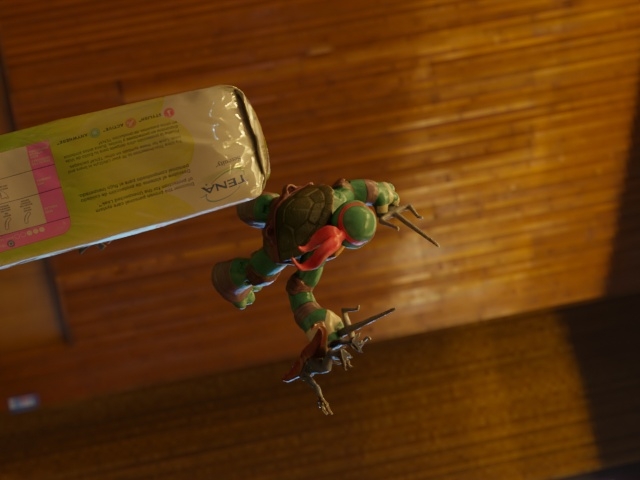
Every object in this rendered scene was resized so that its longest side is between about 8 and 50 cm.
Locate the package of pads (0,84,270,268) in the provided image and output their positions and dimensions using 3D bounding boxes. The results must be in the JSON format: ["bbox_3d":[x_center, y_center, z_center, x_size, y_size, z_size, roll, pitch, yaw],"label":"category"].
[{"bbox_3d":[-0.190,-0.051,1.271,0.229,0.296,0.101,-118,-168,-85],"label":"package of pads"}]

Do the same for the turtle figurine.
[{"bbox_3d":[0.000,0.000,1.358,0.234,0.175,0.118,-2,-45,53],"label":"turtle figurine"}]

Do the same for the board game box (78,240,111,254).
[{"bbox_3d":[-0.261,-0.050,2.023,0.168,0.033,0.133,-34,-146,51],"label":"board game box"}]

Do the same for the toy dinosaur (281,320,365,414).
[{"bbox_3d":[-0.006,0.089,1.200,0.090,0.082,0.047,54,41,-28],"label":"toy dinosaur"}]
